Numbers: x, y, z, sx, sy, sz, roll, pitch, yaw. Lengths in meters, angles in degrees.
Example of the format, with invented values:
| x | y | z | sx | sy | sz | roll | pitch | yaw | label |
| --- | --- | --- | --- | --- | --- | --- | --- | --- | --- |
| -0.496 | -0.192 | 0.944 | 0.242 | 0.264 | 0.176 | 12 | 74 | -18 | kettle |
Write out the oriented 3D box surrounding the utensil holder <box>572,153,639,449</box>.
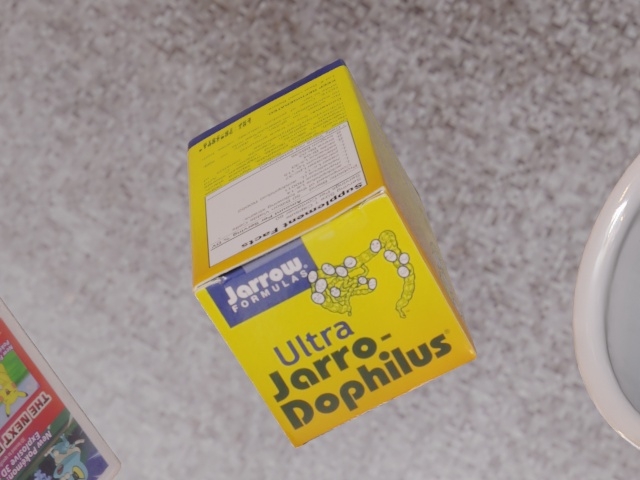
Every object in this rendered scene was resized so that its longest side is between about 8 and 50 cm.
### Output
| x | y | z | sx | sy | sz | roll | pitch | yaw | label |
| --- | --- | --- | --- | --- | --- | --- | --- | --- | --- |
| 0.448 | 0.089 | 1.251 | 0.385 | 0.327 | 0.328 | 30 | 157 | -36 | utensil holder |

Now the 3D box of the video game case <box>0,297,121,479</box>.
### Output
| x | y | z | sx | sy | sz | roll | pitch | yaw | label |
| --- | --- | --- | --- | --- | --- | --- | --- | --- | --- |
| -0.198 | 0.102 | 0.692 | 0.023 | 0.201 | 0.183 | -10 | 120 | 43 | video game case |

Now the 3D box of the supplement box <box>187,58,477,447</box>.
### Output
| x | y | z | sx | sy | sz | roll | pitch | yaw | label |
| --- | --- | --- | --- | --- | --- | --- | --- | --- | --- |
| 0.000 | 0.000 | 1.525 | 0.194 | 0.356 | 0.195 | -28 | 114 | 8 | supplement box |
